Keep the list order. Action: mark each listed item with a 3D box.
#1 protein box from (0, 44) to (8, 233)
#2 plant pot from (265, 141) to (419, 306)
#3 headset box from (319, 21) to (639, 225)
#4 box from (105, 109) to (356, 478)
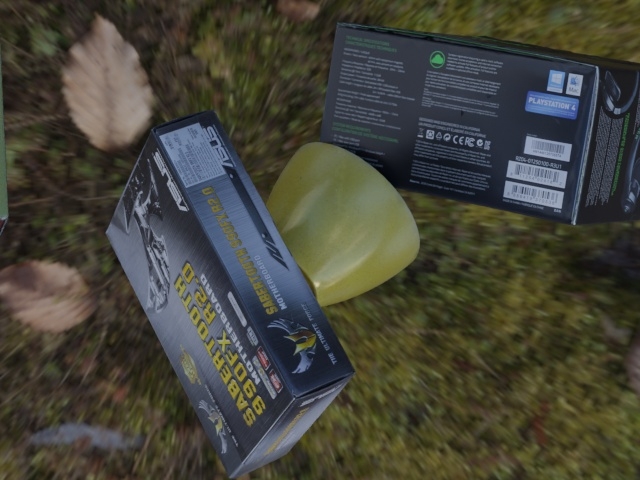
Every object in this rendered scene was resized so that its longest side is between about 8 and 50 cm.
[{"bbox_3d":[-0.295,-0.064,1.091,0.199,0.136,0.201,9,49,-23],"label":"protein box"},{"bbox_3d":[0.000,0.000,1.576,0.134,0.134,0.095,47,62,-3],"label":"plant pot"},{"bbox_3d":[0.177,-0.100,1.637,0.246,0.283,0.131,14,99,31],"label":"headset box"},{"bbox_3d":[-0.075,0.043,1.442,0.056,0.183,0.231,-21,74,-26],"label":"box"}]
